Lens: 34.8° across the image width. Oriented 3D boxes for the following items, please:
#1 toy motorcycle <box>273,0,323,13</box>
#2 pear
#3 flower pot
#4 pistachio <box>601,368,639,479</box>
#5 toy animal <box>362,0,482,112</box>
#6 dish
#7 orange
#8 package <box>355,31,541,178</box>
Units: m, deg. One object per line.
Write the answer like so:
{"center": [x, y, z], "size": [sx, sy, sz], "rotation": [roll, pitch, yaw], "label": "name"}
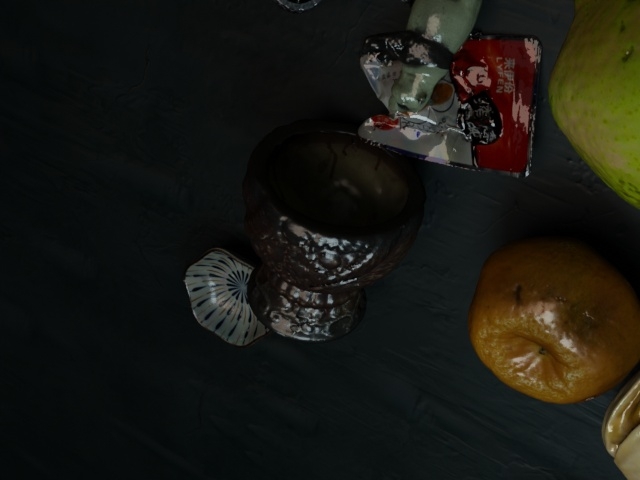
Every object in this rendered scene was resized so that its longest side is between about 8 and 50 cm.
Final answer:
{"center": [-0.054, -0.463, 1.394], "size": [0.171, 0.089, 0.298], "rotation": [-31, 100, -1], "label": "toy motorcycle"}
{"center": [0.429, -0.182, 1.100], "size": [0.391, 0.391, 0.391], "rotation": [14, 120, 26], "label": "pear"}
{"center": [0.000, 0.000, 1.524], "size": [0.266, 0.266, 0.267], "rotation": [31, 135, 16], "label": "flower pot"}
{"center": [0.484, 0.247, 1.409], "size": [0.157, 0.157, 0.230], "rotation": [32, 120, 15], "label": "pistachio"}
{"center": [0.139, -0.279, 1.367], "size": [0.121, 0.094, 0.225], "rotation": [27, 99, 19], "label": "toy animal"}
{"center": [-0.143, 0.088, 1.765], "size": [0.190, 0.066, 0.191], "rotation": [14, 122, 25], "label": "dish"}
{"center": [0.334, 0.098, 1.403], "size": [0.249, 0.183, 0.249], "rotation": [19, 140, 17], "label": "orange"}
{"center": [0.173, -0.195, 1.433], "size": [0.269, 0.071, 0.194], "rotation": [5, 110, 21], "label": "package"}
